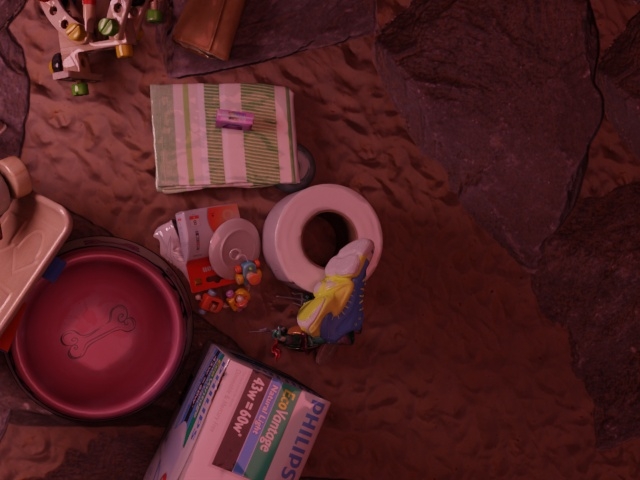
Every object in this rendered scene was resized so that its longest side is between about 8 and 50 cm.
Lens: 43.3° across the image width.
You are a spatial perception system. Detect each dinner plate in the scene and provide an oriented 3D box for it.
[{"bbox_3d":[-0.188,0.020,1.807,0.141,0.017,0.141,-12,109,-38],"label":"dinner plate"}]

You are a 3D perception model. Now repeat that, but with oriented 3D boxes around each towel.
[{"bbox_3d":[-0.214,-0.234,1.822,0.324,0.038,0.248,-3,85,-10],"label":"towel"}]

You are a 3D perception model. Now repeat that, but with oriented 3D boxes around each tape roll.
[{"bbox_3d":[0.000,0.000,1.812,0.246,0.169,0.246,0,89,-14],"label":"tape roll"}]

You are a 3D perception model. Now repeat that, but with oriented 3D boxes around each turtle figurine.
[{"bbox_3d":[-0.031,0.198,1.823,0.234,0.175,0.118,-2,121,17],"label":"turtle figurine"}]

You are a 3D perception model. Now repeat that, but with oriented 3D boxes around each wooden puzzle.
[{"bbox_3d":[-0.617,0.074,1.597,0.080,0.322,0.348,33,82,-38],"label":"wooden puzzle"}]

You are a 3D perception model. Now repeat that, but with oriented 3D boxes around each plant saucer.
[{"bbox_3d":[-0.067,-0.171,1.876,0.119,0.021,0.119,0,89,-15],"label":"plant saucer"}]

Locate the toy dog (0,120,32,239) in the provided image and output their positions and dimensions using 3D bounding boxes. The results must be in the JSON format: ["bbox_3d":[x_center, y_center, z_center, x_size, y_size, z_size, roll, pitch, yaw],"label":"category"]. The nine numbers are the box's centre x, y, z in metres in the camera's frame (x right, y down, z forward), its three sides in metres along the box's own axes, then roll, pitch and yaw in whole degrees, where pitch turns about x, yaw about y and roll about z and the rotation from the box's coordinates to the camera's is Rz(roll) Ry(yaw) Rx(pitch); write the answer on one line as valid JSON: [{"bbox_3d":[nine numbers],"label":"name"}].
[{"bbox_3d":[-0.710,-0.112,1.613,0.220,0.334,0.161,-13,127,-27],"label":"toy dog"}]

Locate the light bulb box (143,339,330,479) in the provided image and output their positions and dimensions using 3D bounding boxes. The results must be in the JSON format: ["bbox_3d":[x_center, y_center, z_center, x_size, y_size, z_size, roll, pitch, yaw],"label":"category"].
[{"bbox_3d":[-0.186,0.421,1.654,0.225,0.361,0.358,25,82,-13],"label":"light bulb box"}]

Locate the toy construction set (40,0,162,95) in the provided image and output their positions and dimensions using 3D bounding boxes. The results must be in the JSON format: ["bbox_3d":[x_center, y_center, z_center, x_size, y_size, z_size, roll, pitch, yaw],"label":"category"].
[{"bbox_3d":[-0.466,-0.422,1.652,0.257,0.309,0.237,1,93,-6],"label":"toy construction set"}]

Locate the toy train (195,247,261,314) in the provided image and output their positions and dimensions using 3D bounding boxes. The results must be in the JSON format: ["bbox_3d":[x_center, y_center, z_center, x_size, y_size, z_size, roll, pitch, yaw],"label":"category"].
[{"bbox_3d":[-0.195,0.106,1.789,0.125,0.046,0.166,30,93,-42],"label":"toy train"}]

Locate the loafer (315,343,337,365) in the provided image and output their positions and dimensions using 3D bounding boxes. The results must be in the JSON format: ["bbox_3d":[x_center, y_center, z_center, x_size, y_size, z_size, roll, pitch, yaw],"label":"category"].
[{"bbox_3d":[0.019,0.230,1.883,0.045,0.039,0.125,32,83,-45],"label":"loafer"}]

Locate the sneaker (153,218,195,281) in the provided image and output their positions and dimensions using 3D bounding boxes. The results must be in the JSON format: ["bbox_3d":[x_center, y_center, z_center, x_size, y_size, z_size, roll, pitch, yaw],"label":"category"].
[{"bbox_3d":[-0.319,0.030,1.796,0.061,0.054,0.152,-22,99,10],"label":"sneaker"}]

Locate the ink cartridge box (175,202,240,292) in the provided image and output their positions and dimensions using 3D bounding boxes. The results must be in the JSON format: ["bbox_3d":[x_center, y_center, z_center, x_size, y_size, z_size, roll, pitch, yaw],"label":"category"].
[{"bbox_3d":[-0.236,0.014,1.789,0.145,0.045,0.179,-12,89,-39],"label":"ink cartridge box"}]

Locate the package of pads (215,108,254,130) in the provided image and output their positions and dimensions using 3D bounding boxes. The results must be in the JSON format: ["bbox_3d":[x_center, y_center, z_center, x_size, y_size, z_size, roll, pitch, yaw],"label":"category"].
[{"bbox_3d":[-0.190,-0.266,1.784,0.083,0.050,0.032,5,77,-9],"label":"package of pads"}]

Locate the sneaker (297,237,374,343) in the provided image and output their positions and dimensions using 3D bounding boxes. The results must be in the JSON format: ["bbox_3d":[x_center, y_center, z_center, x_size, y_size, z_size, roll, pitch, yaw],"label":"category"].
[{"bbox_3d":[0.055,0.114,1.705,0.126,0.091,0.240,45,78,-28],"label":"sneaker"}]

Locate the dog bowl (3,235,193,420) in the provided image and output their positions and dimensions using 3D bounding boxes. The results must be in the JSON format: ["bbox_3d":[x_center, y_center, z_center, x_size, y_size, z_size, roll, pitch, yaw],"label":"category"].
[{"bbox_3d":[-0.466,0.191,1.698,0.408,0.150,0.408,0,89,-15],"label":"dog bowl"}]

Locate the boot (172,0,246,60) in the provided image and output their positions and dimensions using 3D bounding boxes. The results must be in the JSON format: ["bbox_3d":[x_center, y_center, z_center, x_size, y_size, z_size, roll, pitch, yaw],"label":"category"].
[{"bbox_3d":[-0.181,-0.531,1.829,0.236,0.089,0.270,19,84,-3],"label":"boot"}]
